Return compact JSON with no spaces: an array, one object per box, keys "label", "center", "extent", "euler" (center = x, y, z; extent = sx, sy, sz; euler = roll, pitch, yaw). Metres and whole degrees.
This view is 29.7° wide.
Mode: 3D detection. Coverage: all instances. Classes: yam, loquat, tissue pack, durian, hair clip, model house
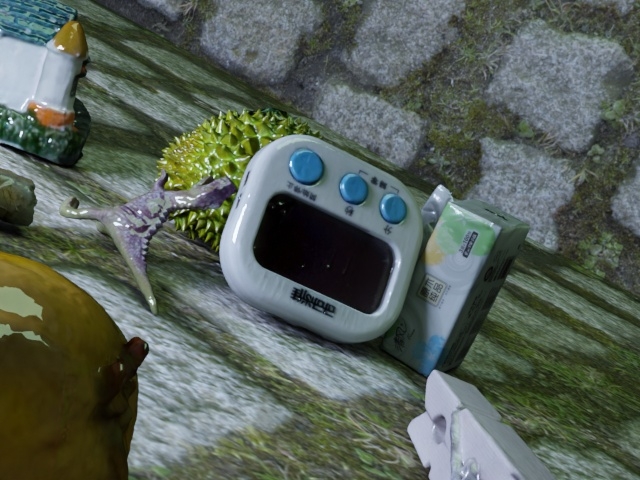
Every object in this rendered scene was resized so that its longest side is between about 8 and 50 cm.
[{"label":"yam","center":[-0.477,-0.088,1.372],"extent":[0.317,0.067,0.071],"euler":[18,-10,-23]},{"label":"loquat","center":[-0.233,0.100,0.785],"extent":[0.238,0.193,0.238],"euler":[9,-5,1]},{"label":"tissue pack","center":[0.167,0.051,1.677],"extent":[0.145,0.229,0.159],"euler":[28,13,20]},{"label":"durian","center":[-0.097,-0.082,1.725],"extent":[0.291,0.225,0.291],"euler":[15,16,-5]},{"label":"hair clip","center":[0.167,0.237,1.228],"extent":[0.085,0.101,0.331],"euler":[19,11,-13]},{"label":"model house","center":[-0.419,-0.295,1.850],"extent":[0.190,0.301,0.271],"euler":[16,14,-10]}]

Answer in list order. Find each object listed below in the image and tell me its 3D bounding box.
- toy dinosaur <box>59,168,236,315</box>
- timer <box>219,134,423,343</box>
[{"label":"toy dinosaur","center":[-0.226,-0.013,1.494],"extent":[0.199,0.072,0.251],"euler":[7,30,25]},{"label":"timer","center":[0.000,0.000,1.578],"extent":[0.262,0.237,0.087],"euler":[25,-17,-20]}]
